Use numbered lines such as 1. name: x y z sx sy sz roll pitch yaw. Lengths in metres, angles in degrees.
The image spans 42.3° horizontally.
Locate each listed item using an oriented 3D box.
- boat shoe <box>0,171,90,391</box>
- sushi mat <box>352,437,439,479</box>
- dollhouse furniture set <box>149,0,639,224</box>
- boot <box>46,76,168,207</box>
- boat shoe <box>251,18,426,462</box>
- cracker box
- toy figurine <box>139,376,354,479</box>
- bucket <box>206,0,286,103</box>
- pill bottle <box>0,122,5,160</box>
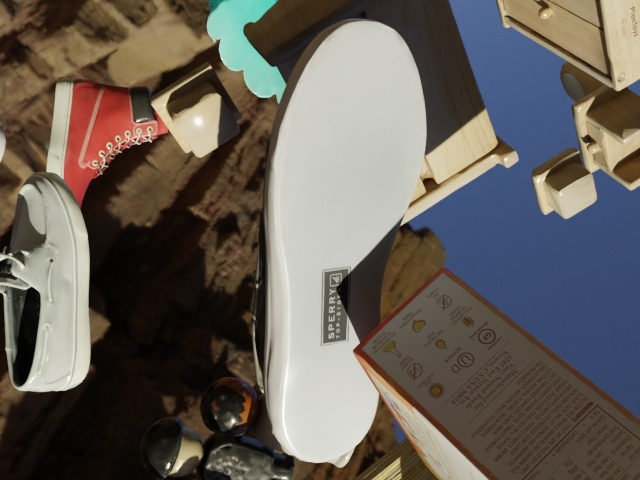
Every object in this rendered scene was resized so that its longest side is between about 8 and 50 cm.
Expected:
1. boat shoe: -0.287 0.040 0.835 0.079 0.081 0.228 -10 -96 33
2. sushi mat: 0.134 0.461 1.465 0.316 0.019 0.151 -34 -108 -19
3. dollhouse furniture set: 0.075 -0.115 0.678 0.355 0.303 0.174 -31 -140 -3
4. boot: -0.333 -0.135 1.303 0.176 0.088 0.244 5 -104 -11
5. boat shoe: 0.000 0.000 0.438 0.080 0.229 0.076 -5 -162 -23
6. cracker box: 0.129 0.132 0.378 0.067 0.156 0.232 -41 -129 -9
7. toy figurine: -0.077 0.231 0.703 0.209 0.148 0.213 -47 -152 50
8. bucket: 0.005 -0.314 1.095 0.281 0.281 0.183 0 -126 36
9. pill bottle: -0.517 -0.157 1.015 0.152 0.272 0.152 -4 -105 14
